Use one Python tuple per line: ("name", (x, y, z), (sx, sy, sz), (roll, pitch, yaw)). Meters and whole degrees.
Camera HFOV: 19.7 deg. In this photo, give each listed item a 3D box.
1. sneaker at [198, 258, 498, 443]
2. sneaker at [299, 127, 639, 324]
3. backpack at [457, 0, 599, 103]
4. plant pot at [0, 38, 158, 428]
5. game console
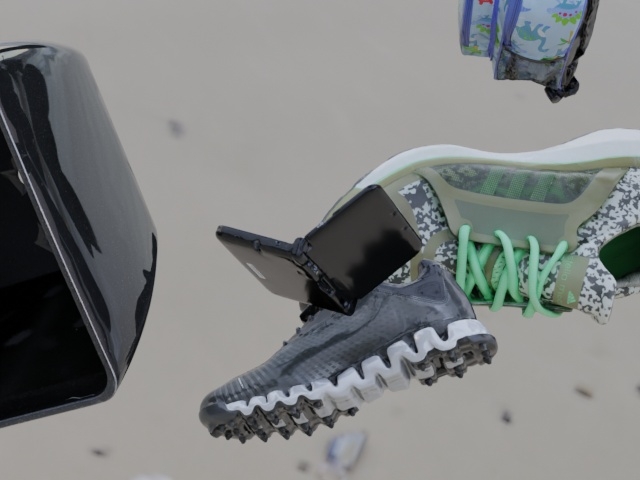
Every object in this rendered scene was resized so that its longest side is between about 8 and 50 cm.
("sneaker", (0.012, 0.081, 1.426), (0.234, 0.078, 0.106), (-20, 64, 2))
("sneaker", (0.182, 0.008, 1.611), (0.410, 0.158, 0.182), (-14, 32, -18))
("backpack", (0.124, -0.153, 1.084), (0.084, 0.114, 0.105), (10, 71, 0))
("plant pot", (-0.192, -0.010, 1.000), (0.188, 0.187, 0.167), (-16, 14, 21))
("game console", (0.000, 0.000, 1.329), (0.107, 0.071, 0.122), (15, -17, 26))
